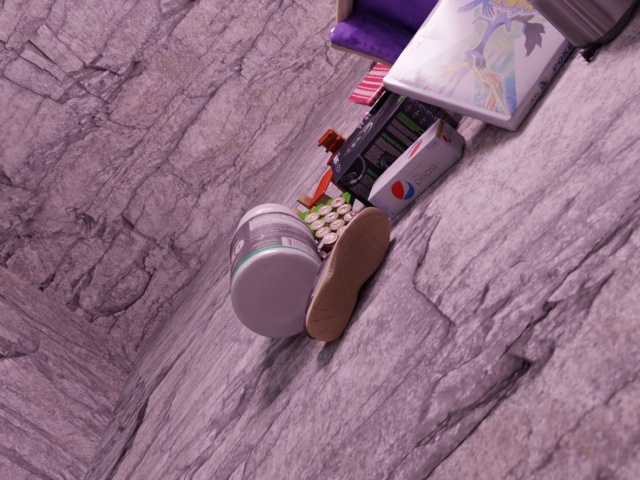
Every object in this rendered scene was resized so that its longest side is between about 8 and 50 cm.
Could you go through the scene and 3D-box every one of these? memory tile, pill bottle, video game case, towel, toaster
[{"bbox_3d":[0.033,-0.045,1.711,0.113,0.012,0.148,-30,37,-7],"label":"memory tile"},{"bbox_3d":[-0.102,0.051,1.654,0.204,0.204,0.361,-52,18,12],"label":"pill bottle"},{"bbox_3d":[0.307,-0.366,1.338,0.329,0.036,0.299,32,85,46],"label":"video game case"},{"bbox_3d":[0.184,-0.431,1.761,0.275,0.031,0.199,-49,17,3],"label":"towel"},{"bbox_3d":[0.419,-0.408,1.141,0.227,0.146,0.129,-54,11,0],"label":"toaster"}]

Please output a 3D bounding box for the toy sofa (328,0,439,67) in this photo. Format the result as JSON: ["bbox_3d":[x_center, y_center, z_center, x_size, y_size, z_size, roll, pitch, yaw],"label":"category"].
[{"bbox_3d":[0.201,-0.463,1.562,0.177,0.363,0.150,-54,-19,-30],"label":"toy sofa"}]

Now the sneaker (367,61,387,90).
[{"bbox_3d":[0.239,-0.479,2.070,0.331,0.122,0.146,-38,-13,-33],"label":"sneaker"}]

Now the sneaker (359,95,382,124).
[{"bbox_3d":[0.141,-0.274,1.914,0.252,0.111,0.103,-60,13,-24],"label":"sneaker"}]

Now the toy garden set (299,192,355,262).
[{"bbox_3d":[0.000,0.000,1.843,0.244,0.049,0.203,-21,44,55],"label":"toy garden set"}]

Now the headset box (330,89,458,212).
[{"bbox_3d":[0.163,-0.227,1.658,0.283,0.131,0.246,-50,13,13],"label":"headset box"}]

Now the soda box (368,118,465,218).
[{"bbox_3d":[0.190,-0.141,1.469,0.216,0.069,0.073,-43,16,40],"label":"soda box"}]

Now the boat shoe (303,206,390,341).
[{"bbox_3d":[0.041,0.063,1.404,0.092,0.103,0.285,-18,44,63],"label":"boat shoe"}]

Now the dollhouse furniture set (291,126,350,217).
[{"bbox_3d":[0.026,-0.189,2.061,0.262,0.135,0.259,-43,16,42],"label":"dollhouse furniture set"}]

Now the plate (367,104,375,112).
[{"bbox_3d":[0.178,-0.368,2.050,0.188,0.024,0.188,-37,-8,-6],"label":"plate"}]
